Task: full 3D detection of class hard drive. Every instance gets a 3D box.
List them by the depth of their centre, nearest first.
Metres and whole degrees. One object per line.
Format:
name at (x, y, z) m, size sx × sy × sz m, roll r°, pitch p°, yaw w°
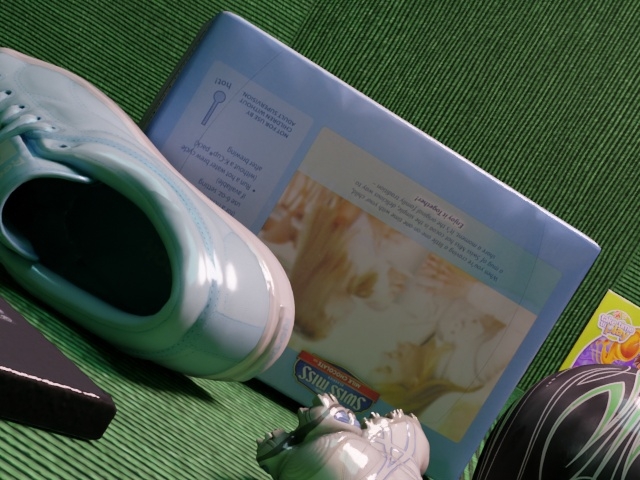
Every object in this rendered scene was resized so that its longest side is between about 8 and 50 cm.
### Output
hard drive at (-0.162, 0.039, 0.559) m, size 0.135 × 0.022 × 0.094 m, roll 33°, pitch 2°, yaw 39°

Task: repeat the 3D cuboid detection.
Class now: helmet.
helmet at (0.176, 0.157, 0.777) m, size 0.169 × 0.161 × 0.169 m, roll 32°, pitch 2°, yaw -1°

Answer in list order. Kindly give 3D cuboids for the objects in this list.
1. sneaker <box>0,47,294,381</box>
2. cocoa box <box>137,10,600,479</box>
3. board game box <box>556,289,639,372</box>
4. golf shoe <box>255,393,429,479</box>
sneaker at (-0.179, -0.044, 0.807) m, size 0.366 × 0.135 × 0.150 m, roll 31°, pitch -1°, yaw 24°
cocoa box at (0.000, 0.000, 1.013) m, size 0.347 × 0.231 × 0.228 m, roll 31°, pitch 2°, yaw -11°
board game box at (0.427, 0.247, 1.458) m, size 0.347 × 0.233 × 0.078 m, roll 31°, pitch 1°, yaw 11°
golf shoe at (0.028, 0.140, 0.683) m, size 0.086 × 0.069 × 0.176 m, roll 54°, pitch 14°, yaw 22°
